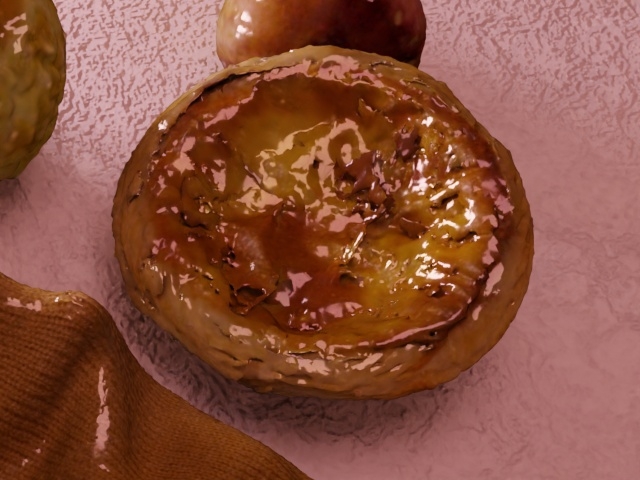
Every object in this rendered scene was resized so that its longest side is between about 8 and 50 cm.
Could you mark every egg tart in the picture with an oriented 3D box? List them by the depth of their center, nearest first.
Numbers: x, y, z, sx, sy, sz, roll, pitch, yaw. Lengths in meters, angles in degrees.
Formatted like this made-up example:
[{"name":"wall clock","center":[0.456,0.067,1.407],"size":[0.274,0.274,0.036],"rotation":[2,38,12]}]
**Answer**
[{"name":"egg tart","center":[0.000,0.000,1.337],"size":[0.290,0.115,0.290],"rotation":[1,57,-2]}]

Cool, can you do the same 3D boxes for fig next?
[{"name":"fig","center":[-0.015,-0.189,1.496],"size":[0.159,0.159,0.257],"rotation":[-2,32,-18]}]

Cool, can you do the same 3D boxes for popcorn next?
[{"name":"popcorn","center":[-0.273,-0.128,1.338],"size":[0.198,0.198,0.212],"rotation":[-3,19,-18]}]

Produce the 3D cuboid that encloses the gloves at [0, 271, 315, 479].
[{"name":"gloves","center":[-0.158,0.143,1.155],"size":[0.356,0.155,0.203],"rotation":[34,56,-8]}]
